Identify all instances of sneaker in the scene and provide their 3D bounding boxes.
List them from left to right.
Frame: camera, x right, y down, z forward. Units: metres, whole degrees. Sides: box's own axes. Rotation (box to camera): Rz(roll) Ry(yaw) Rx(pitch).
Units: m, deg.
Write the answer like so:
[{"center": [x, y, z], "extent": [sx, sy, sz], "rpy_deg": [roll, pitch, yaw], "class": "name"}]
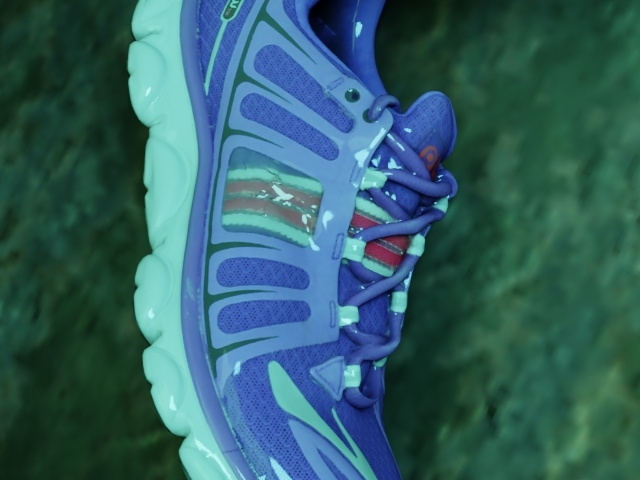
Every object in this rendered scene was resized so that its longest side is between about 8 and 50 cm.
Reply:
[{"center": [0.000, 0.000, 0.438], "extent": [0.071, 0.068, 0.170], "rpy_deg": [-19, 62, 19], "class": "sneaker"}]
